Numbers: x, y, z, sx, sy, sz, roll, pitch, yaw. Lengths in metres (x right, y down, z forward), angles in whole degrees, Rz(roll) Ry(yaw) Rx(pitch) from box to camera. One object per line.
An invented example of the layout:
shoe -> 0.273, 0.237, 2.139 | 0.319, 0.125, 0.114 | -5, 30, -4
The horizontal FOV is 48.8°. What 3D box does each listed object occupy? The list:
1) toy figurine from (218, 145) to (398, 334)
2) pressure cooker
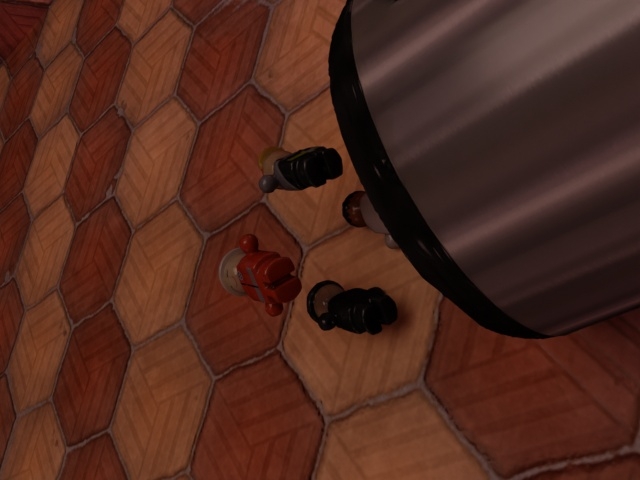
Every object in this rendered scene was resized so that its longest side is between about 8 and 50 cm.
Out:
toy figurine -> 0.000, 0.000, 0.859 | 0.148, 0.213, 0.210 | 4, 76, 61
pressure cooker -> 0.265, -0.154, 0.544 | 0.420, 0.375, 0.370 | -29, 72, 35
